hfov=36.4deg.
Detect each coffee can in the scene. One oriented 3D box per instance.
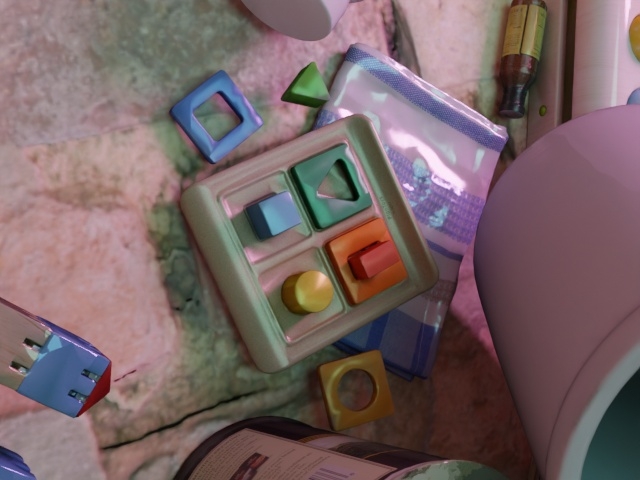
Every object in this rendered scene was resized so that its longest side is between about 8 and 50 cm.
[{"bbox_3d":[0.016,0.252,0.755,0.202,0.275,0.201,2,86,-30],"label":"coffee can"}]

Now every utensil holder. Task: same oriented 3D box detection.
[{"bbox_3d":[0.308,0.084,0.803,0.328,0.385,0.327,-1,112,-1],"label":"utensil holder"}]

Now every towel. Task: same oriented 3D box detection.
[{"bbox_3d":[0.067,-0.028,0.943,0.209,0.034,0.285,28,74,-25],"label":"towel"}]

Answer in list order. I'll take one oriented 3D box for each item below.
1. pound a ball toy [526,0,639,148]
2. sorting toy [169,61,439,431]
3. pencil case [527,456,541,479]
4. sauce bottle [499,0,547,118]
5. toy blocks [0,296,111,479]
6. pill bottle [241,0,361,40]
[{"bbox_3d":[0.352,-0.223,1.060,0.208,0.136,0.319,8,83,-29],"label":"pound a ball toy"},{"bbox_3d":[0.000,0.000,0.864,0.196,0.047,0.347,-26,95,-21],"label":"sorting toy"},{"bbox_3d":[0.406,0.275,1.000,0.411,0.160,0.183,3,42,-16],"label":"pencil case"},{"bbox_3d":[0.211,-0.193,1.032,0.042,0.042,0.128,18,80,-28],"label":"sauce bottle"},{"bbox_3d":[-0.317,0.146,0.643,0.261,0.191,0.381,36,81,-33],"label":"toy blocks"},{"bbox_3d":[0.024,-0.304,0.876,0.136,0.136,0.245,39,69,-22],"label":"pill bottle"}]
